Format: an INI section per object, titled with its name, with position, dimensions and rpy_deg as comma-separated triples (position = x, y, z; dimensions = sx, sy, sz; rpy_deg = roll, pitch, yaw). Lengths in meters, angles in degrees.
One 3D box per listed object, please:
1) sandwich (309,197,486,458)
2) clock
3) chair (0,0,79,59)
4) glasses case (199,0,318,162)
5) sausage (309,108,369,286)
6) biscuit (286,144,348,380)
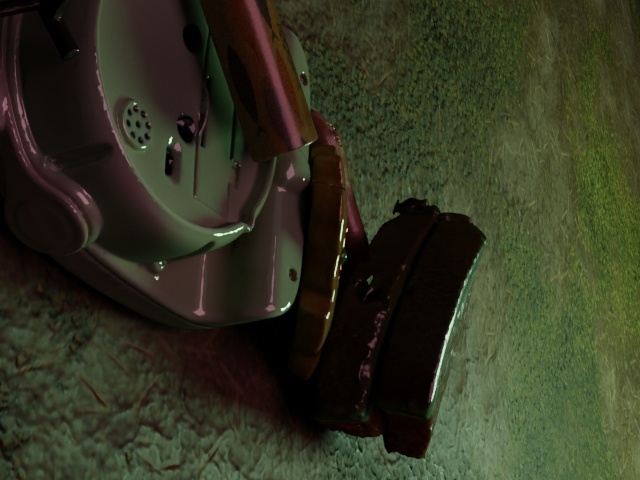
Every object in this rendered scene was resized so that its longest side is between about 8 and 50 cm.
[sandwich]
position = 0.084, 0.102, 1.074
dimensions = 0.292, 0.109, 0.212
rpy_deg = -48, 143, -59
[clock]
position = -0.127, -0.094, 0.789
dimensions = 0.324, 0.109, 0.265
rpy_deg = 34, 53, -53
[chair]
position = -0.217, -0.231, 0.589
dimensions = 0.141, 0.154, 0.260
rpy_deg = -24, 82, -39
[glasses case]
position = -0.046, -0.148, 0.799
dimensions = 0.064, 0.041, 0.170
rpy_deg = -36, 110, -61
[sausage]
position = 0.016, -0.042, 1.100
dimensions = 0.043, 0.043, 0.186
rpy_deg = -37, 114, -59
[biscuit]
position = 0.000, 0.000, 0.978
dimensions = 0.238, 0.041, 0.212
rpy_deg = -87, -177, -49
